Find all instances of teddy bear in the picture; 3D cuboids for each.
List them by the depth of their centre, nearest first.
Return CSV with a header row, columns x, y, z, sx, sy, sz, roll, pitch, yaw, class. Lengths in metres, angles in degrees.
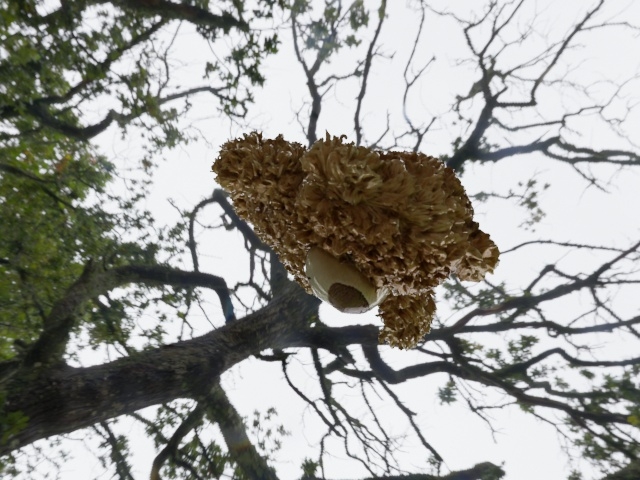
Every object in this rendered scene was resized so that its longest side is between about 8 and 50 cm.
x,y,z,sx,sy,sz,roll,pitch,yaw,class
0.000,0.000,0.497,0.113,0.338,0.245,-39,-59,-16,teddy bear
